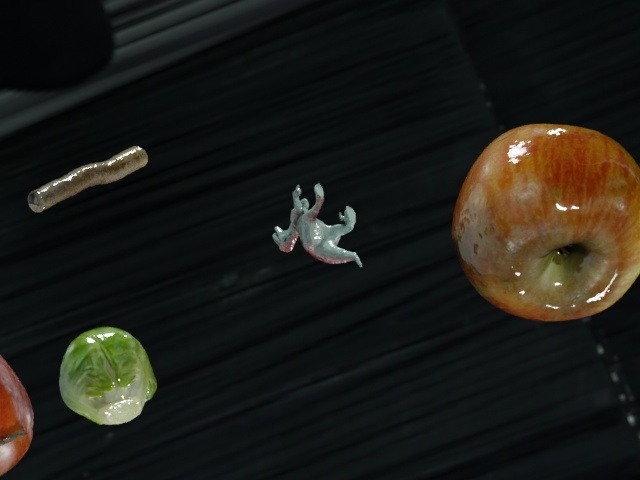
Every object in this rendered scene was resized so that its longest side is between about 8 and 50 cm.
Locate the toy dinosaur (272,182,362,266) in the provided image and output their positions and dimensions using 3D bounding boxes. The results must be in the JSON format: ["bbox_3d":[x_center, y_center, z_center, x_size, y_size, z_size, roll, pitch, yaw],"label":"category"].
[{"bbox_3d":[0.000,0.000,1.917,0.242,0.053,0.167,51,-48,40],"label":"toy dinosaur"}]

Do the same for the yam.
[{"bbox_3d":[-0.402,-0.108,2.117,0.045,0.045,0.327,38,28,8],"label":"yam"}]

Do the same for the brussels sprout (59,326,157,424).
[{"bbox_3d":[-0.331,0.206,1.847,0.117,0.155,0.155,52,18,-50],"label":"brussels sprout"}]

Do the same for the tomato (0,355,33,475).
[{"bbox_3d":[-0.500,0.170,1.479,0.170,0.309,0.309,116,-32,-46],"label":"tomato"}]

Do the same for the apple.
[{"bbox_3d":[0.330,-0.035,1.752,0.301,0.301,0.302,-20,90,-84],"label":"apple"}]
